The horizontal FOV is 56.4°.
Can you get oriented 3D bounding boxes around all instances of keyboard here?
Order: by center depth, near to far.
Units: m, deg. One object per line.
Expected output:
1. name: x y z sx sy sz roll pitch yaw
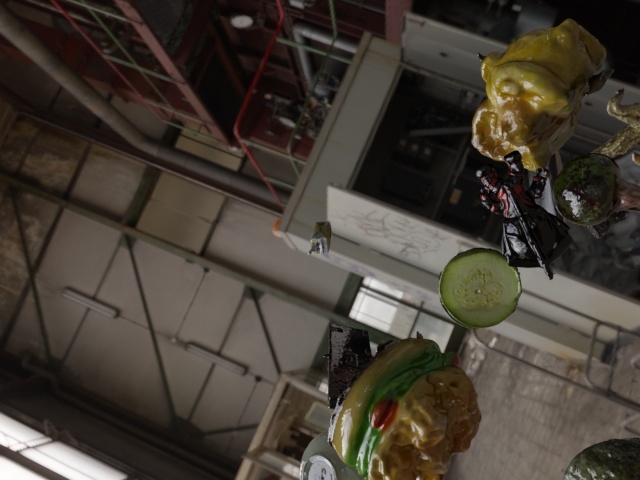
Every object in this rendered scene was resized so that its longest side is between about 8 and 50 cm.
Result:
1. keyboard: 0.057 0.254 1.228 0.317 0.106 0.027 -84 4 -73

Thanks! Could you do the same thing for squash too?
1. squash: 0.409 0.127 1.518 0.133 0.220 0.220 -20 -49 -80

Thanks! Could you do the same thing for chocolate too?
1. chocolate: 0.967 -0.072 1.993 0.147 0.070 0.072 -40 31 -1

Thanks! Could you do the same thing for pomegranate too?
1. pomegranate: 0.512 -0.085 1.100 0.138 0.163 0.125 -60 -2 -28

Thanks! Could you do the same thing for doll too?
1. doll: 0.390 -0.043 1.133 0.088 0.248 0.127 -28 -1 -38

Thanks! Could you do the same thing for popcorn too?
1. popcorn: 0.435 -0.308 1.241 0.297 0.281 0.316 -5 -45 -56

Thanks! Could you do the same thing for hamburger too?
1. hamburger: 0.135 0.263 0.857 0.237 0.149 0.237 -30 -42 -32

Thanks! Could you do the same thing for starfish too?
1. starfish: 0.799 -0.264 1.522 0.082 0.432 0.324 69 152 22

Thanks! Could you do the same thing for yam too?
1. yam: 0.607 0.473 1.132 0.300 0.195 0.195 9 -75 -41

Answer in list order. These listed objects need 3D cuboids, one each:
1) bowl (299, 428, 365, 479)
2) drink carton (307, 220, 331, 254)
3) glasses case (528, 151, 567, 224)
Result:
1. bowl: 0.042 0.682 1.730 0.145 0.277 0.277 13 -79 -50
2. drink carton: 0.000 0.000 2.197 0.200 0.075 0.084 -80 -14 -62
3. glasses case: 0.747 -0.173 1.965 0.122 0.075 0.314 174 88 -75
